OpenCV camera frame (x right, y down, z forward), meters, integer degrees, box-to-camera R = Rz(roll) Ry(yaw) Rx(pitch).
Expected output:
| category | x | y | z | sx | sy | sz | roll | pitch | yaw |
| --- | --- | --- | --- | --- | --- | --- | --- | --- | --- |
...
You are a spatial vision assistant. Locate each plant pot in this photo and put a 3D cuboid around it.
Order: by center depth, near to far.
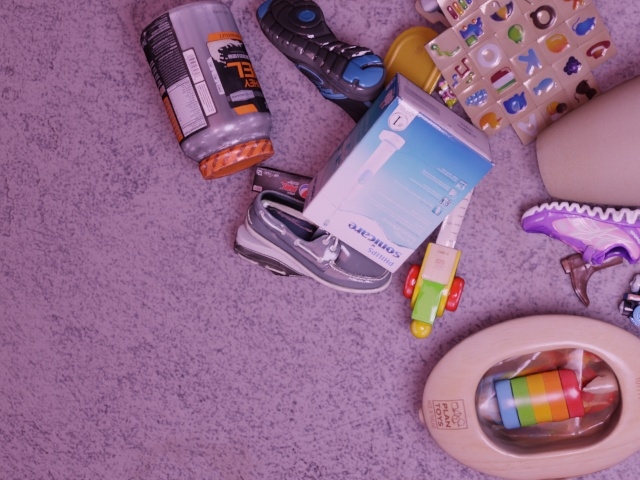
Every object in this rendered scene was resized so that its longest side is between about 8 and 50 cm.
| category | x | y | z | sx | sy | sz | roll | pitch | yaw |
| --- | --- | --- | --- | --- | --- | --- | --- | --- | --- |
| plant pot | 0.531 | -0.162 | 1.388 | 0.274 | 0.256 | 0.256 | -12 | 91 | 30 |

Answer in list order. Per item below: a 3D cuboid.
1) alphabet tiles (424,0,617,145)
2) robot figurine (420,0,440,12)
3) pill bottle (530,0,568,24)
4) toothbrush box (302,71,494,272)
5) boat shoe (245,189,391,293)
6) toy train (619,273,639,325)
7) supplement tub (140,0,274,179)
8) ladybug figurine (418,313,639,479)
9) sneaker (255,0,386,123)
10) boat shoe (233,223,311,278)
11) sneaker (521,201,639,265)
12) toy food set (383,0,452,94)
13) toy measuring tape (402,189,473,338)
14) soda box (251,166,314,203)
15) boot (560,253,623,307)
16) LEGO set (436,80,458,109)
| category | x | y | z | sx | sy | sz | roll | pitch | yaw |
| --- | --- | --- | --- | --- | --- | --- | --- | --- | --- |
| alphabet tiles | 0.361 | -0.342 | 1.418 | 0.285 | 0.011 | 0.342 | -34 | 119 | 10 |
| robot figurine | 0.229 | -0.595 | 1.425 | 0.300 | 0.200 | 0.353 | -4 | 87 | -26 |
| pill bottle | 0.407 | -0.452 | 1.440 | 0.221 | 0.121 | 0.121 | -41 | 84 | 14 |
| toothbrush box | 0.138 | -0.118 | 1.459 | 0.216 | 0.126 | 0.295 | 31 | 119 | -13 |
| boat shoe | 0.000 | 0.000 | 1.560 | 0.320 | 0.099 | 0.116 | 28 | 55 | 5 |
| toy train | 0.647 | 0.116 | 1.452 | 0.184 | 0.080 | 0.105 | 10 | 88 | 15 |
| supplement tub | -0.216 | -0.292 | 1.572 | 0.194 | 0.193 | 0.316 | -21 | 90 | 15 |
| ladybug figurine | 0.405 | 0.283 | 1.478 | 0.450 | 0.162 | 0.305 | -9 | 93 | 14 |
| sneaker | -0.009 | -0.352 | 1.547 | 0.125 | 0.139 | 0.341 | -33 | 62 | -17 |
| boat shoe | -0.074 | 0.035 | 1.630 | 0.219 | 0.077 | 0.070 | 24 | 132 | 4 |
| sneaker | 0.487 | -0.008 | 1.454 | 0.237 | 0.095 | 0.104 | 6 | 79 | 18 |
| toy food set | 0.194 | -0.334 | 1.524 | 0.128 | 0.071 | 0.217 | 39 | 110 | 29 |
| toy measuring tape | 0.238 | 0.031 | 1.538 | 0.121 | 0.121 | 0.330 | 17 | 87 | 12 |
| soda box | -0.050 | -0.107 | 1.613 | 0.169 | 0.060 | 0.053 | 15 | 98 | 13 |
| boot | 0.526 | 0.059 | 1.497 | 0.114 | 0.037 | 0.106 | -25 | 87 | 10 |
| LEGO set | 0.260 | -0.239 | 1.501 | 0.132 | 0.107 | 0.287 | 29 | 101 | 10 |
